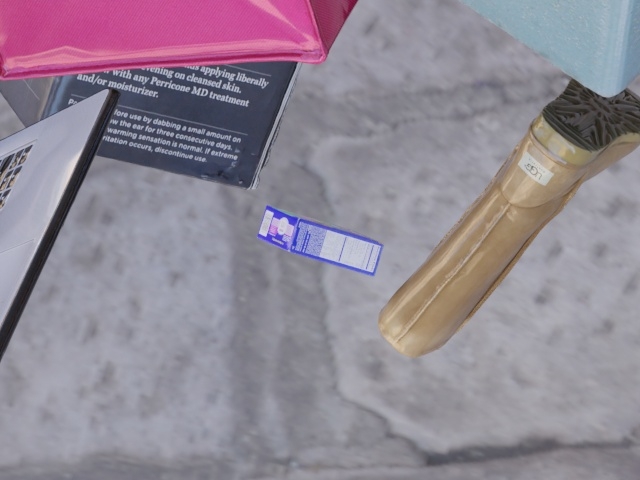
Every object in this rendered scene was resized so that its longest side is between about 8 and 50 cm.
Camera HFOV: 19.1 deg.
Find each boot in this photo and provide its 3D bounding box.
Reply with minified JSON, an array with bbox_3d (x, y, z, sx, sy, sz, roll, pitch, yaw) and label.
[{"bbox_3d":[0.184,-0.028,1.797,0.089,0.236,0.269,45,121,16],"label":"boot"}]

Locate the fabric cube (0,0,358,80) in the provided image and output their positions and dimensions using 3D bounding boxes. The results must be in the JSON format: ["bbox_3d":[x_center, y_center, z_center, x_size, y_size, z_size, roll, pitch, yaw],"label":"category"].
[{"bbox_3d":[-0.096,-0.281,1.254,0.254,0.259,0.258,-1,38,24],"label":"fabric cube"}]

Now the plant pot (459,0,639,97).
[{"bbox_3d":[0.217,-0.322,1.503,0.247,0.252,0.248,36,67,20],"label":"plant pot"}]

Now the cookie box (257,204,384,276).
[{"bbox_3d":[0.000,0.000,2.039,0.092,0.107,0.040,23,96,64],"label":"cookie box"}]

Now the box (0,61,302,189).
[{"bbox_3d":[-0.202,-0.384,2.235,0.480,0.297,0.471,46,118,54],"label":"box"}]

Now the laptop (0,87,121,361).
[{"bbox_3d":[-0.423,0.018,1.548,0.408,0.236,0.382,-18,43,49],"label":"laptop"}]
